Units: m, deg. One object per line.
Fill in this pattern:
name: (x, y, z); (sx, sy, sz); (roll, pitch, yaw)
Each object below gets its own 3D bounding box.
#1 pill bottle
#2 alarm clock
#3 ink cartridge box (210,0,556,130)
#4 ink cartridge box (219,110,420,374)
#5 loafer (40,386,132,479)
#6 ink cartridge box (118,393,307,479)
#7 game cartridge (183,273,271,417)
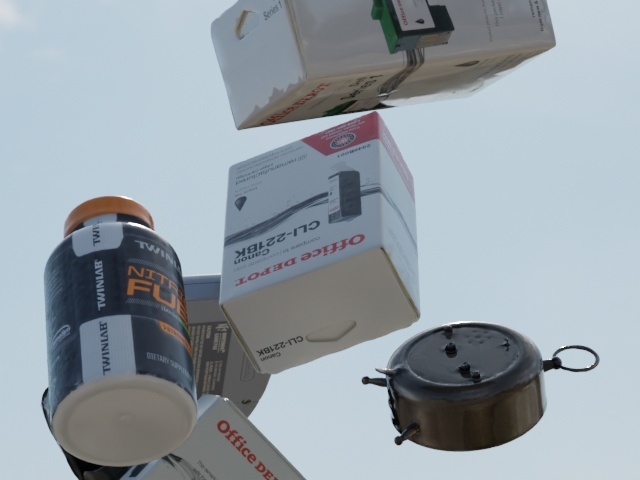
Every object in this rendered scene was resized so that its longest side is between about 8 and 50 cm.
pill bottle: (-0.185, 0.073, 1.750); (0.130, 0.246, 0.130); (-6, -43, -6)
alarm clock: (0.137, 0.111, 1.581); (0.192, 0.064, 0.129); (-11, 27, -11)
ink cartridge box: (0.045, -0.159, 1.505); (0.219, 0.093, 0.160); (-11, -7, -24)
ink cartridge box: (0.000, 0.000, 2.156); (0.197, 0.273, 0.114); (-20, -56, 14)
loafer: (-0.234, 0.251, 2.106); (0.076, 0.223, 0.078); (-34, 2, -4)
ink cartridge box: (-0.132, 0.283, 2.012); (0.208, 0.153, 0.087); (-45, 11, -14)
game cartridge: (-0.157, 0.141, 2.403); (0.198, 0.062, 0.297); (-6, -36, -14)
